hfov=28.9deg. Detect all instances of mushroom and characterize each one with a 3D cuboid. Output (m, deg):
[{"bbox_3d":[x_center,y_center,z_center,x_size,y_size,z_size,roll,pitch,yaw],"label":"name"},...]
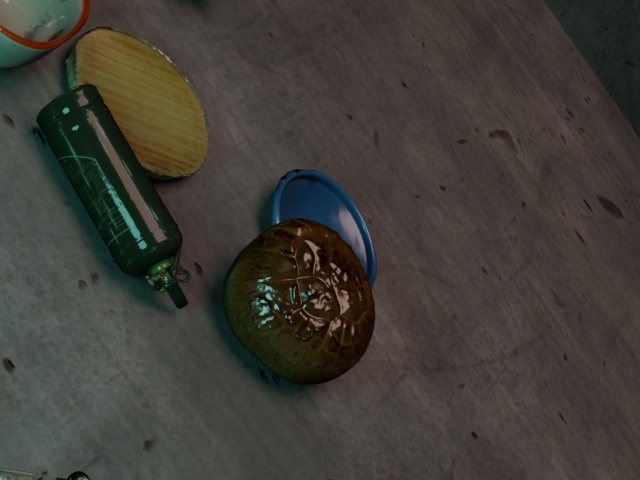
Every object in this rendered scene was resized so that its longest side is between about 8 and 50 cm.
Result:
[{"bbox_3d":[-0.024,0.087,1.789,0.253,0.153,0.253,21,56,-35],"label":"mushroom"}]

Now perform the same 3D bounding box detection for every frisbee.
[{"bbox_3d":[0.000,0.000,1.995,0.242,0.045,0.242,28,49,-38],"label":"frisbee"}]

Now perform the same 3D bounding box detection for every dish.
[{"bbox_3d":[-0.439,-0.330,1.641,0.256,0.117,0.256,34,39,-34],"label":"dish"}]

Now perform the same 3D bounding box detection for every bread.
[{"bbox_3d":[-0.267,-0.198,1.825,0.267,0.040,0.267,34,37,-31],"label":"bread"}]

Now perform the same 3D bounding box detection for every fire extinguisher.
[{"bbox_3d":[-0.262,-0.050,1.653,0.311,0.095,0.114,59,-9,8],"label":"fire extinguisher"}]

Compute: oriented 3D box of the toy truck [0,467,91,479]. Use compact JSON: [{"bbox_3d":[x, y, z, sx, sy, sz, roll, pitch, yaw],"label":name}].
[{"bbox_3d":[-0.331,0.290,1.256,0.259,0.088,0.121,20,45,-41],"label":"toy truck"}]
